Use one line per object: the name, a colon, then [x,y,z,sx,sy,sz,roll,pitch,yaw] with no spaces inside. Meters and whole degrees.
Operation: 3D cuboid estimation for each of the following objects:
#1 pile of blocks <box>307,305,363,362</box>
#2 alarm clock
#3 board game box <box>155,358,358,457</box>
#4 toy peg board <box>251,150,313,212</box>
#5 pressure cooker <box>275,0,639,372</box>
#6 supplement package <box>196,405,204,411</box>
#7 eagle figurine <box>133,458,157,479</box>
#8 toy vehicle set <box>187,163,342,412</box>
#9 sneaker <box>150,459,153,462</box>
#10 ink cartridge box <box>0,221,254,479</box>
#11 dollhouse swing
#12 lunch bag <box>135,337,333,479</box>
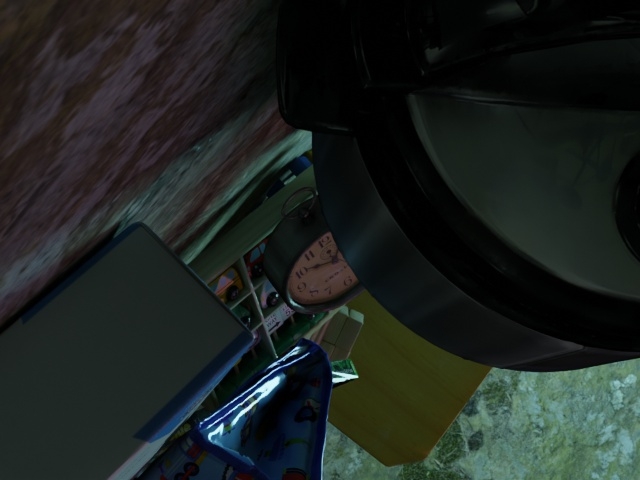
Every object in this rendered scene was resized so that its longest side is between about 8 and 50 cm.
pile of blocks: [-0.074,0.083,1.519,0.362,0.149,0.112,8,110,-56]
alarm clock: [0.000,0.000,1.288,0.129,0.064,0.192,-35,148,-4]
board game box: [-0.097,0.195,1.464,0.260,0.030,0.136,-25,171,24]
toy peg board: [-0.027,-0.046,1.501,0.161,0.079,0.161,-49,160,24]
pressure cooker: [0.191,-0.097,0.858,0.370,0.375,0.420,-43,177,-9]
supplement package: [-0.109,0.201,2.194,0.262,0.199,0.198,-46,177,-7]
eagle figurine: [-0.258,0.400,2.173,0.226,0.298,0.225,-55,-153,-11]
toy vehicle set: [-0.046,0.042,1.363,0.267,0.035,0.166,-41,135,-26]
sneaker: [-0.273,0.277,1.906,0.101,0.106,0.267,-49,177,28]
ink cartridge box: [-0.204,0.151,0.999,0.223,0.129,0.307,-45,177,-31]
dollhouse swing: [0.067,0.138,1.988,0.347,0.305,0.315,-53,-168,-7]
lunch bag: [-0.089,0.222,1.227,0.221,0.138,0.293,-48,-177,22]
